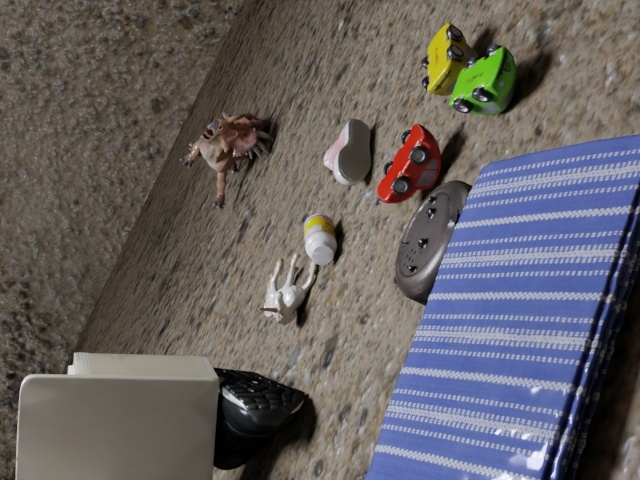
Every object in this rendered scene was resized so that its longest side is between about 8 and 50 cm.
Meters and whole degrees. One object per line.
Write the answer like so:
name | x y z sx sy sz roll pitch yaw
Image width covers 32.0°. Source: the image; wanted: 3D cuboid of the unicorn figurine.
unicorn figurine | -0.048 0.074 1.560 0.162 0.060 0.111 114 175 -71

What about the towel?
towel | 0.157 0.076 0.911 0.243 0.040 0.335 -6 58 60

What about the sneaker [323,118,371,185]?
sneaker | 0.035 -0.106 1.562 0.070 0.051 0.134 -53 17 39

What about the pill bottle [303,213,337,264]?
pill bottle | 0.000 0.000 1.524 0.043 0.043 0.083 -57 19 24

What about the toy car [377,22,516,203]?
toy car | 0.159 -0.155 1.249 0.225 0.053 0.239 -19 49 67

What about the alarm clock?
alarm clock | 0.117 0.010 1.137 0.192 0.064 0.129 -39 30 61

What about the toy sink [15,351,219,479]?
toy sink | -0.253 0.225 1.380 0.131 0.234 0.152 -149 62 -73

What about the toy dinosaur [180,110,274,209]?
toy dinosaur | -0.165 -0.201 2.192 0.200 0.127 0.295 -47 11 28

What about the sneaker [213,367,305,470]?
sneaker | -0.094 0.239 1.425 0.283 0.107 0.124 179 100 -75
